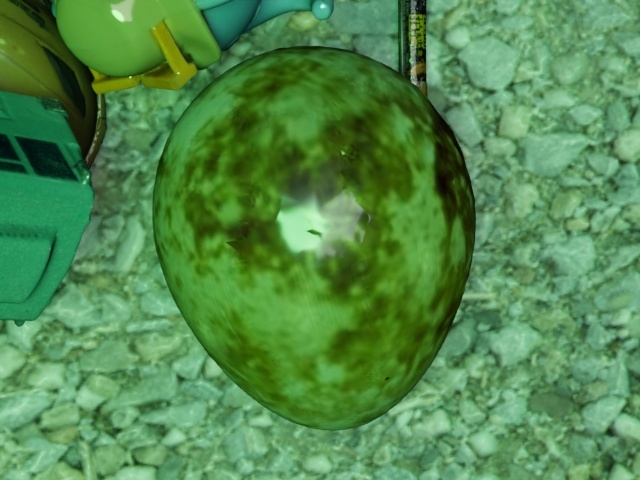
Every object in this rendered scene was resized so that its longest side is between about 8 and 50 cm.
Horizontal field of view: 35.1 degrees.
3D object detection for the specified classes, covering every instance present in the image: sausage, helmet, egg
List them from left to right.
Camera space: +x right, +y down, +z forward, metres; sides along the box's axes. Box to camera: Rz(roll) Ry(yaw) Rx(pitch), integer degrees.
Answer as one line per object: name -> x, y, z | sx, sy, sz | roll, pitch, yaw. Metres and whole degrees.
helmet -> -0.273, -0.111, 0.754 | 0.224, 0.130, 0.198 | 30, 91, -12
egg -> 0.000, 0.000, 0.757 | 0.238, 0.238, 0.289 | -17, 101, -9
sausage -> 0.081, -0.148, 0.869 | 0.028, 0.025, 0.198 | -1, 95, -8

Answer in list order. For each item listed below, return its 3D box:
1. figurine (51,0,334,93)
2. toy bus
figurine -> -0.084, -0.215, 0.745 | 0.180, 0.154, 0.262 | 36, 66, 21
toy bus -> -0.270, -0.031, 0.611 | 0.256, 0.147, 0.128 | 8, 124, -41
